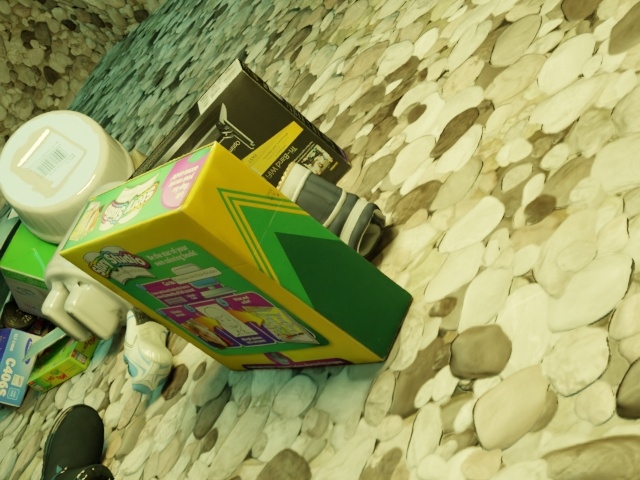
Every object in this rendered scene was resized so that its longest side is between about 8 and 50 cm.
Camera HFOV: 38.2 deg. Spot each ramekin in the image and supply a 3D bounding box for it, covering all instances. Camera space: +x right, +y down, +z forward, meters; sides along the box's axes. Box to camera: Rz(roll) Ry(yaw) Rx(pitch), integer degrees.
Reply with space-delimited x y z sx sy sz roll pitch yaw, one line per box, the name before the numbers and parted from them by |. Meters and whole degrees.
ramekin | -0.551 -0.144 1.980 0.277 0.135 0.277 -4 65 9

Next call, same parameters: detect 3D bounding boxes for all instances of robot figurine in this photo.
robot figurine | -0.406 0.026 1.823 0.299 0.200 0.354 -6 48 35

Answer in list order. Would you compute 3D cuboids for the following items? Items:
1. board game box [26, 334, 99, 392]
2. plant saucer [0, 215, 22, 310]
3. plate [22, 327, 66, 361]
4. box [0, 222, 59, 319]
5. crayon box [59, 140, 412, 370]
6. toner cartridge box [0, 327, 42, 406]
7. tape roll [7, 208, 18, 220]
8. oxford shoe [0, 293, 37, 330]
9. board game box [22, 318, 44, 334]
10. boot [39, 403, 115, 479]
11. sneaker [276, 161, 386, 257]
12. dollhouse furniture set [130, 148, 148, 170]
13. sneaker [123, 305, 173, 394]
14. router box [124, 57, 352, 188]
board game box | -0.534 0.247 1.927 0.181 0.043 0.092 -29 32 39
plant saucer | -0.737 0.087 2.075 0.317 0.043 0.318 -159 90 -83
plate | -0.556 0.196 1.964 0.188 0.024 0.188 -33 4 2
box | -0.601 0.022 2.126 0.231 0.126 0.262 99 -171 -61
crayon box | -0.120 0.041 1.172 0.363 0.313 0.106 -13 44 53
toner cartridge box | -0.764 0.298 2.171 0.347 0.075 0.165 -10 63 56
tape roll | -0.677 -0.046 2.344 0.286 0.100 0.286 -62 -10 -19
oxford shoe | -0.734 0.193 2.231 0.096 0.082 0.227 -64 15 2
board game box | -0.722 0.222 2.301 0.133 0.033 0.169 -45 24 23
boot | -0.361 0.358 1.407 0.207 0.094 0.247 -25 42 51
sneaker | 0.000 0.000 1.310 0.282 0.153 0.099 108 -173 -68
dollhouse furniture set | -0.388 -0.081 2.073 0.129 0.129 0.184 -43 50 15
sneaker | -0.303 0.181 1.576 0.086 0.085 0.237 -55 20 8
router box | -0.143 -0.097 1.489 0.309 0.243 0.081 -45 25 11
